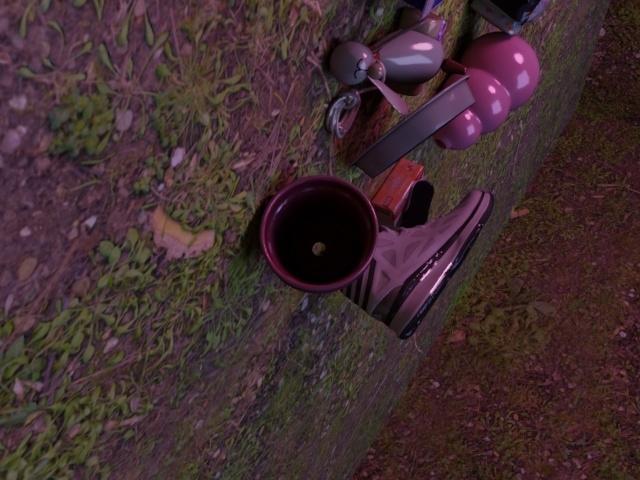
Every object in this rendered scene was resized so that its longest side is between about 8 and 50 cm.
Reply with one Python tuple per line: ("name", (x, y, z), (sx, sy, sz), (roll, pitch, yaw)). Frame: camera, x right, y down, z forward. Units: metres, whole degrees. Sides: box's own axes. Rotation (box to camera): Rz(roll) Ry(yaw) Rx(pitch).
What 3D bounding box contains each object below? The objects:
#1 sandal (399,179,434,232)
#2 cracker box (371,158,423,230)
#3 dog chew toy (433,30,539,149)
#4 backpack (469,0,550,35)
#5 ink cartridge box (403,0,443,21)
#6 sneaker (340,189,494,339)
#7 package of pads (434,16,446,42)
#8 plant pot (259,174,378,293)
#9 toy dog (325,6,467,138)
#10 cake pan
("sandal", (0.231, -0.058, 1.666), (0.040, 0.067, 0.179), (-85, -169, -79))
("cracker box", (0.198, -0.074, 1.742), (0.156, 0.067, 0.232), (-55, 155, -23))
("dog chew toy", (0.397, -0.362, 1.730), (0.332, 0.206, 0.207), (-50, 155, -11))
("backpack", (0.463, -0.586, 1.670), (0.188, 0.166, 0.144), (-34, 158, -49))
("ink cartridge box", (0.227, -0.522, 1.236), (0.371, 0.069, 0.176), (-55, 165, -54))
("sneaker", (0.199, -0.013, 1.540), (0.447, 0.257, 0.169), (-48, 164, -34))
("package of pads", (0.225, -0.435, 1.411), (0.083, 0.031, 0.050), (-117, -142, -61))
("plant pot", (0.000, 0.000, 1.234), (0.201, 0.201, 0.180), (-62, 174, -8))
("toy dog", (0.158, -0.318, 1.265), (0.334, 0.161, 0.220), (-48, 152, -36))
("cake pan", (0.189, -0.218, 1.375), (0.293, 0.054, 0.293), (-36, -179, 1))
